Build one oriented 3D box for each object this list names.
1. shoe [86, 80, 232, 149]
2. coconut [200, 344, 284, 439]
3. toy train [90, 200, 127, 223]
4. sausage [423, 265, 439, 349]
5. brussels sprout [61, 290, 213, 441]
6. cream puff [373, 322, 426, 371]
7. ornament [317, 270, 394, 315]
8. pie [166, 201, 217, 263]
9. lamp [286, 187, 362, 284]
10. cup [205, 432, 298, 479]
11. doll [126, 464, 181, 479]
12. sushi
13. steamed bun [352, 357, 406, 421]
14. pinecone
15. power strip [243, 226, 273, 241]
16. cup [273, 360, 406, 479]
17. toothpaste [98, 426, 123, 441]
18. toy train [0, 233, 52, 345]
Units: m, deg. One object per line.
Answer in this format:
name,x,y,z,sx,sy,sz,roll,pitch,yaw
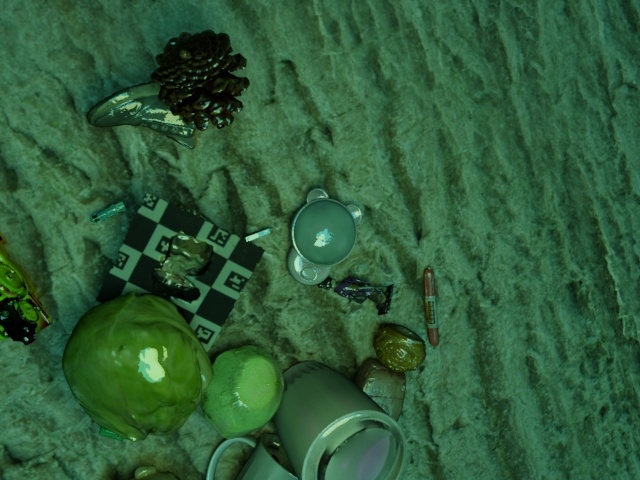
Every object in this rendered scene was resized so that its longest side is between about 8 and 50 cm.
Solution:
shoe,-0.352,-0.285,1.277,0.336,0.132,0.171,-23,108,-17
coconut,-0.203,0.372,1.379,0.204,0.235,0.236,-20,105,-39
toy train,-0.500,-0.066,1.306,0.092,0.045,0.029,-28,103,-13
sausage,0.318,0.194,1.585,0.034,0.034,0.254,-11,102,-14
brussels sprout,-0.401,0.271,1.220,0.327,0.247,0.328,9,125,13
cream puff,0.214,0.298,1.509,0.165,0.150,0.115,9,107,-60
ornament,0.094,0.127,1.491,0.203,0.088,0.081,22,72,-6
pie,-0.335,0.000,1.349,0.193,0.079,0.163,30,103,-19
lamp,0.000,0.001,1.426,0.179,0.108,0.246,24,92,-14
cup,-0.173,0.686,1.436,0.322,0.237,0.327,31,89,12
doll,-0.386,0.718,1.307,0.247,0.247,0.350,-36,65,-8
sushi,-0.338,0.083,1.316,0.296,0.100,0.373,26,112,-12
steamed bun,0.154,0.425,1.541,0.144,0.106,0.175,20,79,-12
pinecone,-0.243,-0.327,1.155,0.207,0.207,0.208,-2,99,-15
power strip,-0.161,-0.015,1.419,0.083,0.027,0.017,-22,103,-13
cup,0.025,0.462,1.358,0.253,0.371,0.254,-4,102,-19
toothpaste,-0.470,0.362,1.377,0.065,0.050,0.267,23,92,-17
toy train,-0.709,0.092,1.214,0.100,0.160,0.296,-31,103,0
